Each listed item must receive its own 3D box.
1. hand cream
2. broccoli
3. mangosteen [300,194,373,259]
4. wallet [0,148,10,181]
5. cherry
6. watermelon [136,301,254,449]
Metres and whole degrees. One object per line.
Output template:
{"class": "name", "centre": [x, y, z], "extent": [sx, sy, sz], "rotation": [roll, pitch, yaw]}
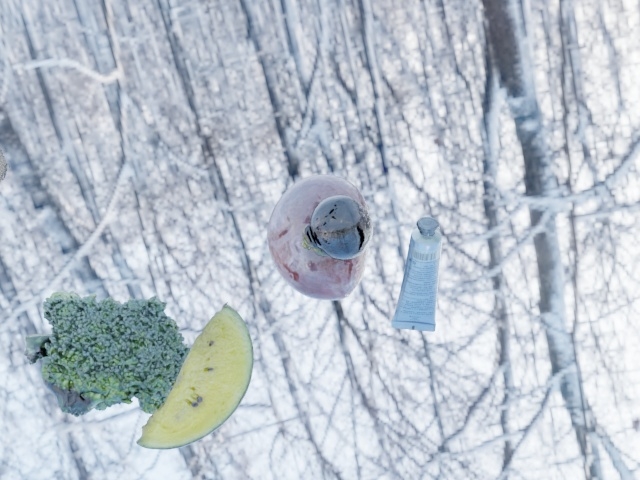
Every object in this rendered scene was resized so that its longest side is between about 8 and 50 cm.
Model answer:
{"class": "hand cream", "centre": [0.193, 0.074, 1.866], "extent": [0.091, 0.271, 0.058], "rotation": [4, -142, 1]}
{"class": "broccoli", "centre": [-0.463, 0.247, 2.105], "extent": [0.318, 0.277, 0.338], "rotation": [-4, 171, 29]}
{"class": "mangosteen", "centre": [0.027, -0.018, 1.872], "extent": [0.151, 0.137, 0.137], "rotation": [-25, -168, 28]}
{"class": "wallet", "centre": [-0.531, -0.173, 1.430], "extent": [0.039, 0.243, 0.132], "rotation": [-11, -140, 0]}
{"class": "cherry", "centre": [0.000, 0.000, 2.076], "extent": [0.221, 0.261, 0.307], "rotation": [3, -128, -21]}
{"class": "watermelon", "centre": [-0.206, 0.264, 1.740], "extent": [0.301, 0.129, 0.123], "rotation": [-61, -161, -17]}
